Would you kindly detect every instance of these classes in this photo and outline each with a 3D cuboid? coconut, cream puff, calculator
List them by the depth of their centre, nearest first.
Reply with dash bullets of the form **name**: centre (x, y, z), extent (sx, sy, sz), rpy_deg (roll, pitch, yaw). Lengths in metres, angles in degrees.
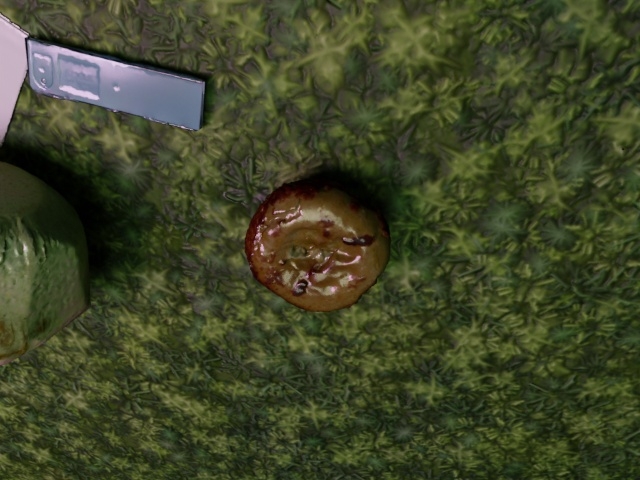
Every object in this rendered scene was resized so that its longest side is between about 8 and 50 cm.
- **calculator**: centre (-0.193, -0.146, 0.541), extent (0.171, 0.018, 0.057), rpy_deg (14, 128, 1)
- **cream puff**: centre (0.000, 0.000, 0.571), extent (0.148, 0.084, 0.149), rpy_deg (3, 125, 4)
- **coconut**: centre (-0.360, 0.034, 0.596), extent (0.204, 0.235, 0.236), rpy_deg (39, 132, 26)

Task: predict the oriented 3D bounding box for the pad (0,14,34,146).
- **pad**: centre (-0.400, -0.202, 0.552), extent (0.232, 0.004, 0.156), rpy_deg (33, 126, -13)
